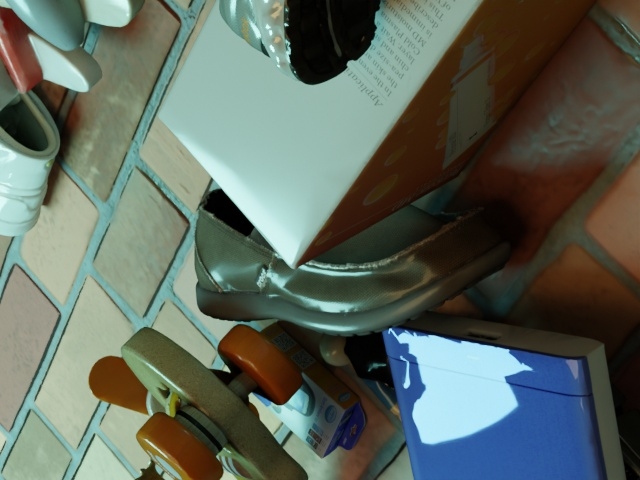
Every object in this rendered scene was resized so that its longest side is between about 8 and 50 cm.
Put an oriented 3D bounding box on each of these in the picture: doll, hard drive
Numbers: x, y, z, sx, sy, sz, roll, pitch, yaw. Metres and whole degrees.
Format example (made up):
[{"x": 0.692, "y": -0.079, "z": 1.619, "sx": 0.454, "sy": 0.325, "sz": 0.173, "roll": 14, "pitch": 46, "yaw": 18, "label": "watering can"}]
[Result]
[{"x": 0.071, "y": 0.106, "z": 1.300, "sx": 0.189, "sy": 0.046, "sz": 0.129, "roll": 4, "pitch": 115, "yaw": 43, "label": "doll"}, {"x": 0.162, "y": 0.220, "z": 1.170, "sx": 0.210, "sy": 0.040, "sz": 0.318, "roll": 7, "pitch": 116, "yaw": 48, "label": "hard drive"}]

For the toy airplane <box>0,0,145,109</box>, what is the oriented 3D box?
[{"x": -0.351, "y": -0.277, "z": 1.322, "sx": 0.384, "sy": 0.272, "sz": 0.386, "roll": 56, "pitch": 138, "yaw": 3, "label": "toy airplane"}]

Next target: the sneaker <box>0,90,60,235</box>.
[{"x": -0.398, "y": -0.156, "z": 1.564, "sx": 0.292, "sy": 0.108, "sz": 0.169, "roll": 41, "pitch": 138, "yaw": 6, "label": "sneaker"}]

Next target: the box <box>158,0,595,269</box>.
[{"x": 0.064, "y": -0.172, "z": 1.021, "sx": 0.168, "sy": 0.215, "sz": 0.345, "roll": 49, "pitch": 137, "yaw": 13, "label": "box"}]

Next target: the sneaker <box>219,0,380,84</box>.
[{"x": -0.027, "y": -0.229, "z": 0.849, "sx": 0.108, "sy": 0.100, "sz": 0.271, "roll": 30, "pitch": 130, "yaw": 37, "label": "sneaker"}]

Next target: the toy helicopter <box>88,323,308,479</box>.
[{"x": -0.084, "y": 0.209, "z": 1.404, "sx": 0.235, "sy": 0.140, "sz": 0.355, "roll": 21, "pitch": 153, "yaw": 47, "label": "toy helicopter"}]

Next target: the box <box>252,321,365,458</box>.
[{"x": -0.017, "y": 0.154, "z": 1.426, "sx": 0.136, "sy": 0.028, "sz": 0.081, "roll": 42, "pitch": 136, "yaw": 21, "label": "box"}]

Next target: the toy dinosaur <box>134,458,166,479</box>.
[{"x": -0.128, "y": 0.264, "z": 1.335, "sx": 0.112, "sy": 0.064, "sz": 0.211, "roll": 36, "pitch": 175, "yaw": 17, "label": "toy dinosaur"}]

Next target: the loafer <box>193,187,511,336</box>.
[{"x": 0.000, "y": 0.000, "z": 1.242, "sx": 0.366, "sy": 0.134, "sz": 0.130, "roll": -4, "pitch": 108, "yaw": 46, "label": "loafer"}]

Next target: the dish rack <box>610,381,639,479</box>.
[{"x": 0.221, "y": 0.250, "z": 1.209, "sx": 0.208, "sy": 0.074, "sz": 0.271, "roll": 50, "pitch": 139, "yaw": 19, "label": "dish rack"}]
